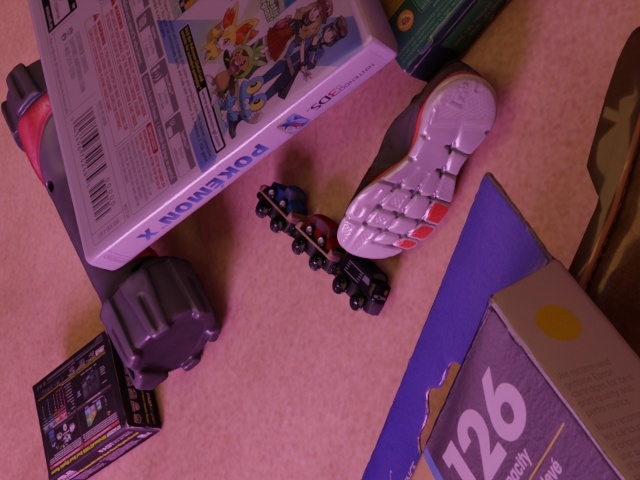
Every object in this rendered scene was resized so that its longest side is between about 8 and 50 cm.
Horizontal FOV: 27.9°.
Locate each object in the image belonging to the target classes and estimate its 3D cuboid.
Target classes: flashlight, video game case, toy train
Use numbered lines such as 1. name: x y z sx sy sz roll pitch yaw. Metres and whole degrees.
1. flashlight: -0.175 -0.030 1.083 0.103 0.103 0.304 -26 57 -11
2. video game case: -0.106 -0.188 1.001 0.300 0.036 0.329 -35 57 28
3. toy train: 0.000 0.000 0.945 0.158 0.027 0.036 43 109 41

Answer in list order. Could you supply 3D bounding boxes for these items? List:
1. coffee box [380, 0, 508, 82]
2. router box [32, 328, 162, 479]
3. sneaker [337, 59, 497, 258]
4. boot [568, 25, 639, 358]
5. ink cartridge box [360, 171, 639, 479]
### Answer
1. coffee box: 0.064 -0.213 0.913 0.113 0.040 0.184 -49 52 25
2. router box: -0.193 0.143 1.103 0.122 0.038 0.092 -36 58 35
3. sneaker: 0.066 -0.056 0.883 0.158 0.061 0.065 -52 23 24
4. boot: 0.191 0.043 0.698 0.115 0.112 0.305 16 98 25
5. ink cartridge box: 0.095 0.177 0.662 0.307 0.072 0.303 55 142 37
